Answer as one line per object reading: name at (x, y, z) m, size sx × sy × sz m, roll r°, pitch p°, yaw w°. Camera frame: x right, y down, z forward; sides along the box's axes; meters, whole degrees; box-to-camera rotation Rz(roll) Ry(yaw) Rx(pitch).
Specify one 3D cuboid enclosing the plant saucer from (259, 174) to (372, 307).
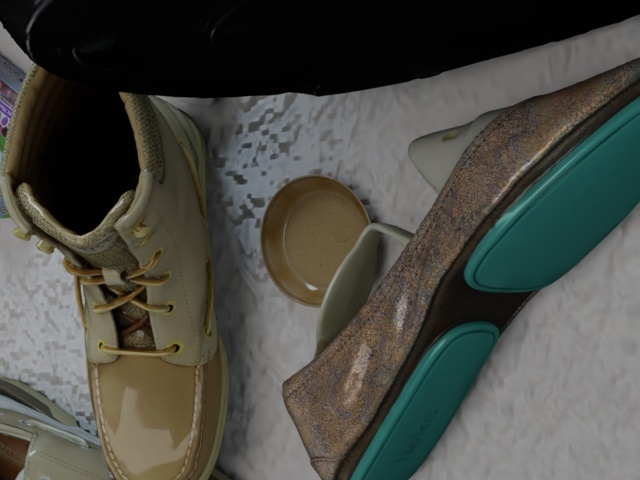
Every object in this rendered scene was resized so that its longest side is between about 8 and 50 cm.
plant saucer at (0.000, 0.000, 0.707) m, size 0.083 × 0.015 × 0.083 m, roll 2°, pitch 94°, yaw 32°

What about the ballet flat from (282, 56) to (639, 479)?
ballet flat at (0.071, 0.006, 0.618) m, size 0.316 × 0.107 × 0.106 m, roll -54°, pitch 53°, yaw 21°

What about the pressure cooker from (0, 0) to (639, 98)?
pressure cooker at (0.003, -0.298, 0.492) m, size 0.370 × 0.375 × 0.420 m, roll -10°, pitch 87°, yaw 6°

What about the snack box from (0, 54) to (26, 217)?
snack box at (-0.268, -0.095, 0.852) m, size 0.141 × 0.037 × 0.100 m, roll 38°, pitch 112°, yaw 24°

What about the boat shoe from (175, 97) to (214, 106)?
boat shoe at (-0.118, -0.132, 0.754) m, size 0.125 × 0.046 × 0.038 m, roll 31°, pitch 108°, yaw 23°

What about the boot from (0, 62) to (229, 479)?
boot at (-0.114, 0.026, 0.652) m, size 0.095 × 0.203 × 0.262 m, roll -1°, pitch 82°, yaw 4°

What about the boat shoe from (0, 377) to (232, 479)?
boat shoe at (-0.172, 0.184, 0.770) m, size 0.302 × 0.103 × 0.113 m, roll 16°, pitch 101°, yaw 29°
